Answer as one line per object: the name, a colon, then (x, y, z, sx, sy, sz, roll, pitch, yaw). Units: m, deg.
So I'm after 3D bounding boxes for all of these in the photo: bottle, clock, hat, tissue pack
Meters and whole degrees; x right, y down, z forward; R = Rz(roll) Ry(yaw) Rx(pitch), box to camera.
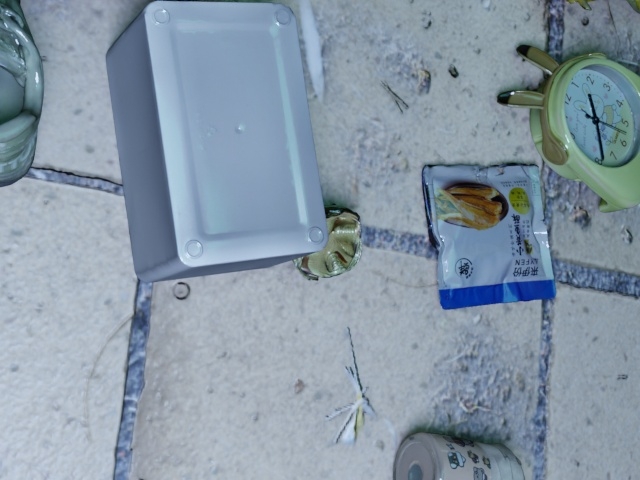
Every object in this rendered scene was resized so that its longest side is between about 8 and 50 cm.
bottle: (0.164, 0.264, 0.991, 0.152, 0.099, 0.099, 16, 76, -28)
clock: (0.333, -0.156, 1.150, 0.232, 0.069, 0.170, 32, 70, -18)
hat: (0.000, -0.001, 0.966, 0.077, 0.059, 0.076, -10, 103, -22)
tissue pack: (-0.103, -0.093, 0.884, 0.159, 0.136, 0.246, -6, 86, -27)

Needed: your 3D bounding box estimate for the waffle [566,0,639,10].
waffle: (0.377, -0.424, 1.144, 0.329, 0.062, 0.329, 0, 82, 2)

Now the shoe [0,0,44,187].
shoe: (-0.302, -0.199, 0.792, 0.109, 0.149, 0.293, -13, 90, -26)

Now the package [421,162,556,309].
package: (0.204, -0.008, 1.086, 0.171, 0.027, 0.173, -4, 81, -27)

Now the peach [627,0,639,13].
peach: (0.454, -0.347, 1.230, 0.083, 0.083, 0.083, 4, 81, -26)
